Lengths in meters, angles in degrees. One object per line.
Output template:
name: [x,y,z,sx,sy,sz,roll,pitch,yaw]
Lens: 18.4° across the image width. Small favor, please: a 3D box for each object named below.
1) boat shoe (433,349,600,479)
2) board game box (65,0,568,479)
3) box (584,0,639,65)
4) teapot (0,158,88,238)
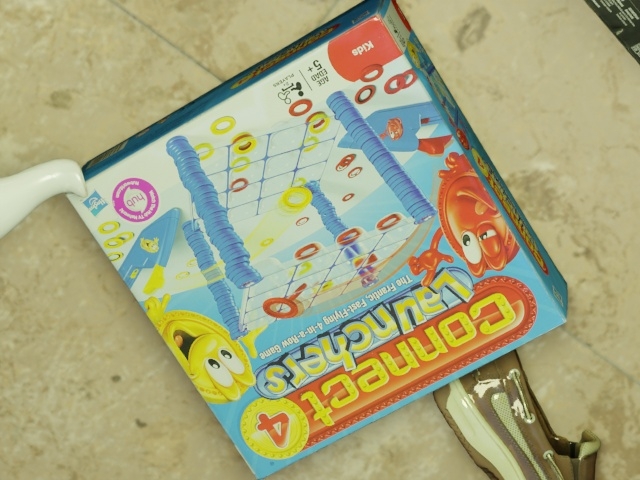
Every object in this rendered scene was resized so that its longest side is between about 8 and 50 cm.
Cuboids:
boat shoe: [0.203,0.202,1.697,0.095,0.095,0.257,-33,104,10]
board game box: [0.000,0.000,1.644,0.308,0.086,0.302,-29,105,15]
box: [0.299,-0.235,1.417,0.242,0.307,0.076,-30,69,16]
teapot: [-0.359,-0.088,1.598,0.256,0.252,0.187,46,73,-31]
